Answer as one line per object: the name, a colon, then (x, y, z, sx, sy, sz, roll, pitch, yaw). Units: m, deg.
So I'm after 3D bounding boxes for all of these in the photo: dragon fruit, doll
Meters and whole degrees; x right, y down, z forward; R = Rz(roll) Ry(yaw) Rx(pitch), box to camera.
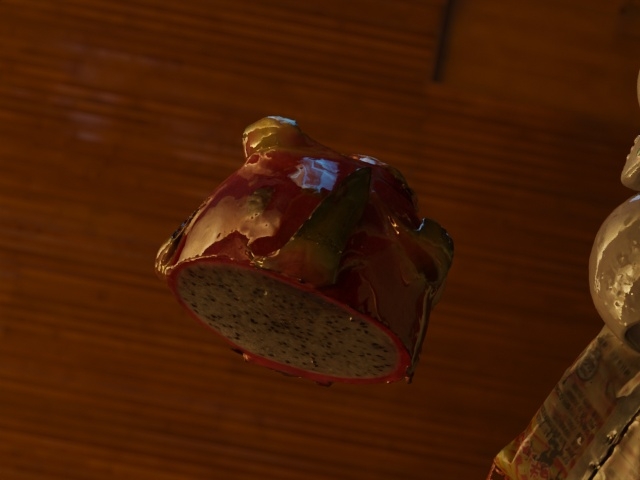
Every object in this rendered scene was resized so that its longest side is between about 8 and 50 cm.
dragon fruit: (0.000, 0.000, 2.056, 0.305, 0.305, 0.226, 105, -172, -66)
doll: (0.296, -0.049, 1.567, 0.151, 0.151, 0.287, 105, 176, -66)

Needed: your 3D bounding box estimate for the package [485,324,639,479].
package: (0.267, 0.177, 1.706, 0.288, 0.108, 0.223, -54, 43, 15)
